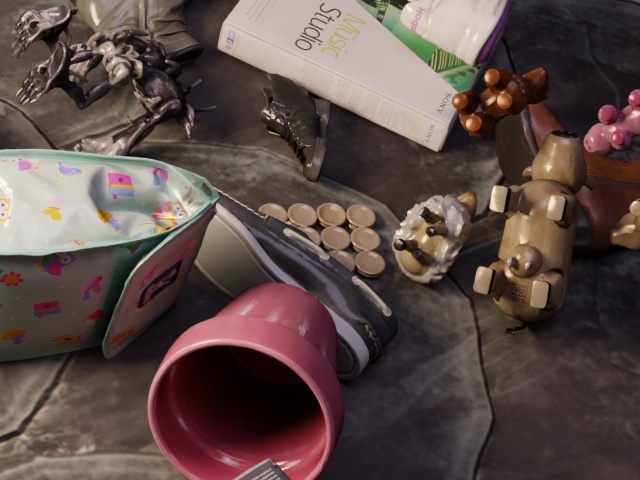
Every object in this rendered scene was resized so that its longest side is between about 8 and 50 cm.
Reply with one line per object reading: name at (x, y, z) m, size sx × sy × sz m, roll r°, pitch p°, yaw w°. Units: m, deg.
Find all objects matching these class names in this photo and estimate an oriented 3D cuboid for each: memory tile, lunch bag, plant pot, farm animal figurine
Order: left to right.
lunch bag at (-0.250, 0.015, 1.884) m, size 0.262 × 0.223 × 0.160 m, roll -3°, pitch 57°, yaw -20°
plant pot at (-0.063, 0.142, 1.860) m, size 0.201 × 0.201 × 0.180 m, roll 20°, pitch 32°, yaw 2°
memory tile at (0.000, 0.000, 2.107) m, size 0.148 × 0.012 × 0.113 m, roll 0°, pitch 50°, yaw -14°
farm animal figurine at (0.288, -0.040, 2.051) m, size 0.330 × 0.327 × 0.172 m, roll 30°, pitch 8°, yaw 19°

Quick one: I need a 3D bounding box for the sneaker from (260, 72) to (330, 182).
sneaker at (-0.036, -0.140, 2.194) m, size 0.089 × 0.051 × 0.170 m, roll 12°, pitch 44°, yaw -5°

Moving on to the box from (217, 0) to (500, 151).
box at (0.058, -0.268, 2.322) m, size 0.322 × 0.058 × 0.232 m, roll 26°, pitch 48°, yaw 5°

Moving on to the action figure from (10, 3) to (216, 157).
action figure at (-0.254, -0.183, 2.102) m, size 0.276 × 0.141 × 0.164 m, roll 20°, pitch 42°, yaw -52°

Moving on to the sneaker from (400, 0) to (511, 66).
sneaker at (0.191, -0.362, 2.329) m, size 0.152 × 0.114 × 0.305 m, roll 21°, pitch 45°, yaw 1°

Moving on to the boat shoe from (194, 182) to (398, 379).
boat shoe at (-0.045, 0.032, 2.009) m, size 0.302 × 0.114 × 0.091 m, roll 44°, pitch 53°, yaw 7°

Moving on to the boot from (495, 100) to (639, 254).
boot at (0.380, -0.105, 2.246) m, size 0.280 × 0.096 × 0.264 m, roll -6°, pitch 52°, yaw -21°

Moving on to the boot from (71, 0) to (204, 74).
boot at (-0.190, -0.292, 2.274) m, size 0.246 × 0.083 × 0.161 m, roll -21°, pitch 66°, yaw -23°

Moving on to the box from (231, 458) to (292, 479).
box at (-0.036, 0.344, 1.709) m, size 0.108 × 0.153 × 0.207 m, roll -29°, pitch 64°, yaw -34°
